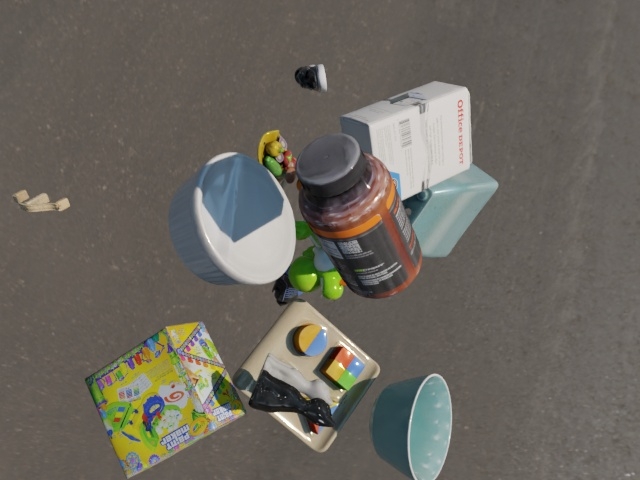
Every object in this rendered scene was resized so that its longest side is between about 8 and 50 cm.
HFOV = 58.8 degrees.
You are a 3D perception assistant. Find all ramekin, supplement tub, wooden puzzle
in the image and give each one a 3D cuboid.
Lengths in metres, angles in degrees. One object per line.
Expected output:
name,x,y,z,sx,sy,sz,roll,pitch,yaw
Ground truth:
ramekin,-0.184,-0.032,1.151,0.273,0.127,0.272,26,56,-47
supplement tub,0.042,-0.026,0.632,0.106,0.198,0.106,-13,49,16
wooden puzzle,-0.029,0.392,1.666,0.348,0.080,0.322,41,71,-6

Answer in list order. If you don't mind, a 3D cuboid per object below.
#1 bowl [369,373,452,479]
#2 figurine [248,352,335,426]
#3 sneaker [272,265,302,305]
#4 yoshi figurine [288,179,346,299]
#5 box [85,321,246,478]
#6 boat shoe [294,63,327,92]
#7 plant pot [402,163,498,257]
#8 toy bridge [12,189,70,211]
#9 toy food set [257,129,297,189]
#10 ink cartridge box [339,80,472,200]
bowl,0.255,0.543,1.677,0.312,0.163,0.311,2,87,-57
figurine,-0.060,0.384,1.429,0.210,0.215,0.092,23,96,-2
sneaker,-0.114,0.148,1.852,0.090,0.232,0.081,-38,65,-15
yoshi figurine,-0.028,0.002,1.692,0.204,0.203,0.362,2,75,-36
box,-0.402,0.406,1.479,0.290,0.177,0.279,-32,77,15
boat shoe,-0.035,-0.471,1.643,0.076,0.228,0.080,-12,116,-7
plant pot,0.233,-0.107,1.399,0.248,0.247,0.252,42,28,22
toy bridge,-0.720,-0.096,1.440,0.188,0.026,0.063,11,34,29
toy food set,-0.109,-0.232,1.701,0.071,0.218,0.128,13,61,27
ink cartridge box,0.137,-0.151,0.885,0.191,0.139,0.082,-26,33,-24
